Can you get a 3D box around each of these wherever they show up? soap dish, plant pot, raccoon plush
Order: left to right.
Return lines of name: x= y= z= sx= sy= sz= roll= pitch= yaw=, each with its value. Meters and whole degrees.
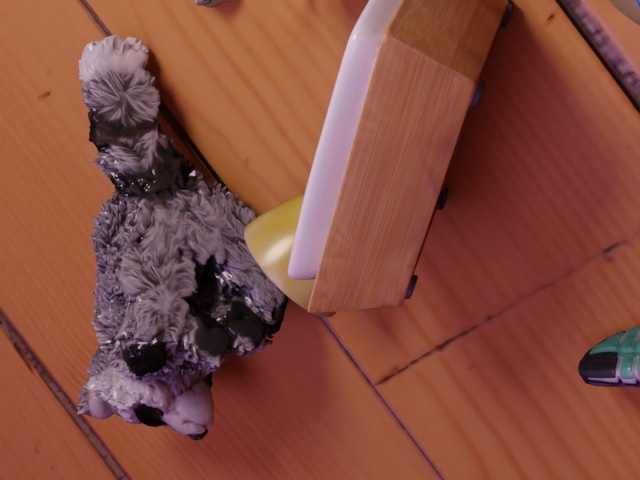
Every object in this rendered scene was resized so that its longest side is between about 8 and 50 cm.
raccoon plush: x=-0.202 y=0.016 z=1.408 sx=0.299 sy=0.216 sz=0.447 roll=-32 pitch=65 yaw=55
plant pot: x=0.000 y=0.000 z=1.251 sx=0.095 sy=0.134 sz=0.134 roll=-44 pitch=85 yaw=17
soap dish: x=0.074 y=-0.098 z=1.076 sx=0.118 sy=0.229 sz=0.291 roll=19 pitch=126 yaw=6

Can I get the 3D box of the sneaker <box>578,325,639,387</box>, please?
sneaker: x=0.351 y=0.129 z=1.092 sx=0.223 sy=0.083 sz=0.098 roll=-15 pitch=110 yaw=39

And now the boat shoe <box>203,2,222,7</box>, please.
boat shoe: x=-0.148 y=-0.310 z=1.232 sx=0.153 sy=0.048 sz=0.056 roll=44 pitch=120 yaw=-2

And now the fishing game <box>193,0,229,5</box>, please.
fishing game: x=0.006 y=-0.273 z=1.050 sx=0.264 sy=0.189 sz=0.041 roll=-21 pitch=85 yaw=60

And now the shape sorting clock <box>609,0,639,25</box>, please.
shape sorting clock: x=0.308 y=-0.218 z=0.904 sx=0.206 sy=0.040 sz=0.206 roll=18 pitch=151 yaw=11
